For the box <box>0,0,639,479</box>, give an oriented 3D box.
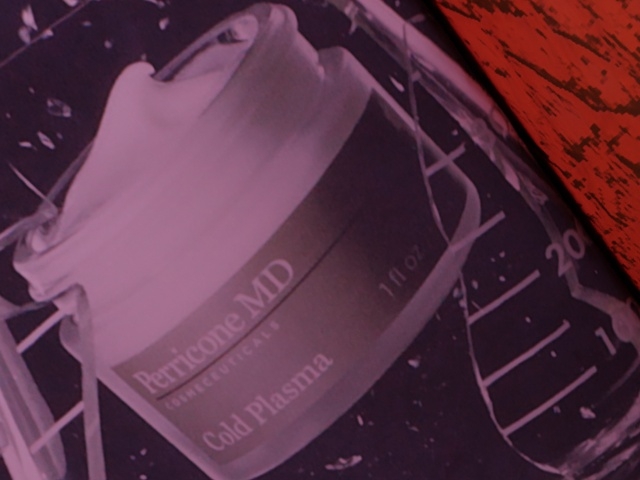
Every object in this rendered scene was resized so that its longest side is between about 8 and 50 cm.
[{"bbox_3d":[-0.106,0.099,0.830,0.472,0.480,0.297,53,172,-9],"label":"box"}]
